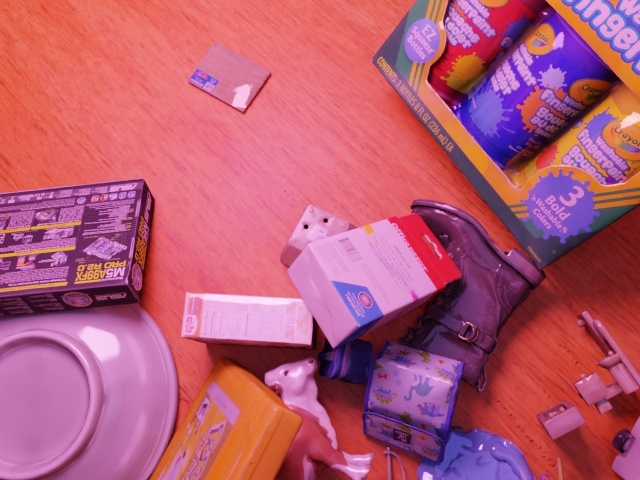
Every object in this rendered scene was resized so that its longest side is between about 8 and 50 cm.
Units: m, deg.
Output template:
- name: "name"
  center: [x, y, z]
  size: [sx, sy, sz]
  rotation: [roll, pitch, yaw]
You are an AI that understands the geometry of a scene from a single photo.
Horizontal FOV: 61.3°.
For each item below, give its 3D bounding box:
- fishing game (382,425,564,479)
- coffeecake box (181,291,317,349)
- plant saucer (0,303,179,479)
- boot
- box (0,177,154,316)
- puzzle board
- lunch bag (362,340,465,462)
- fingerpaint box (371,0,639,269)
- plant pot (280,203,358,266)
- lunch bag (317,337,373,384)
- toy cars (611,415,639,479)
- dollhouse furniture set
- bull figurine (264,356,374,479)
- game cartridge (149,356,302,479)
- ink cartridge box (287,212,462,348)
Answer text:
- name: "fishing game"
  center: [0.228, 0.376, 0.804]
  size: [0.264, 0.041, 0.189]
  rotation: [-3, 67, 7]
- name: "coffeecake box"
  center: [-0.100, 0.127, 0.827]
  size: [0.185, 0.142, 0.068]
  rotation: [3, 76, 3]
- name: "plant saucer"
  center: [-0.428, 0.250, 0.831]
  size: [0.400, 0.100, 0.401]
  rotation: [-1, 76, 3]
- name: "boot"
  center: [0.200, 0.081, 0.860]
  size: [0.263, 0.091, 0.229]
  rotation: [37, 88, 18]
- name: "box"
  center: [-0.421, 0.009, 0.878]
  size: [0.270, 0.060, 0.216]
  rotation: [-6, 54, 1]
- name: "puzzle board"
  center: [-0.171, -0.307, 1.013]
  size: [0.128, 0.011, 0.096]
  rotation: [30, 80, 10]
- name: "lunch bag"
  center: [0.133, 0.244, 0.802]
  size: [0.128, 0.096, 0.151]
  rotation: [15, 108, 21]
- name: "fingerpaint box"
  center: [0.346, -0.246, 0.789]
  size: [0.163, 0.371, 0.445]
  rotation: [-20, 71, -47]
- name: "plant pot"
  center: [0.000, 0.000, 0.881]
  size: [0.109, 0.096, 0.109]
  rotation: [27, 77, 9]
- name: "lunch bag"
  center: [0.032, 0.182, 0.834]
  size: [0.065, 0.098, 0.067]
  rotation: [16, 74, -12]
- name: "toy cars"
  center: [0.521, 0.376, 0.747]
  size: [0.087, 0.176, 0.394]
  rotation: [4, 72, -35]
- name: "dollhouse furniture set"
  center: [0.370, 0.194, 0.805]
  size: [0.151, 0.144, 0.123]
  rotation: [-32, 71, 9]
- name: "bull figurine"
  center: [-0.036, 0.319, 0.737]
  size: [0.188, 0.101, 0.310]
  rotation: [19, 61, 12]
- name: "game cartridge"
  center: [-0.154, 0.308, 0.697]
  size: [0.052, 0.323, 0.285]
  rotation: [32, 77, -15]
- name: "ink cartridge box"
  center: [0.085, 0.049, 0.791]
  size: [0.231, 0.078, 0.134]
  rotation: [-16, 66, -39]
